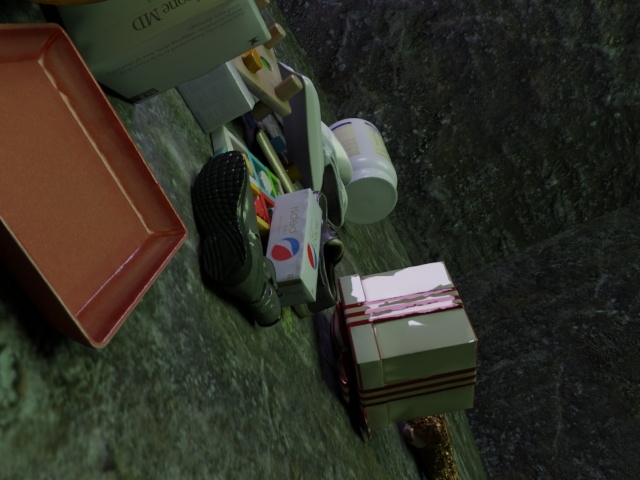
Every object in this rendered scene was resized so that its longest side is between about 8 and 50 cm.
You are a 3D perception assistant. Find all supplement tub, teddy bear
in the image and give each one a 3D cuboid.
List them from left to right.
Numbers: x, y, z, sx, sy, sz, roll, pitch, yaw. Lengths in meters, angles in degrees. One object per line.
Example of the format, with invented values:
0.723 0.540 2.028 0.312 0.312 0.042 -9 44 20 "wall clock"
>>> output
0.124 -0.234 1.926 0.235 0.235 0.325 54 16 -42 "supplement tub"
0.292 0.543 1.504 0.338 0.113 0.245 61 17 -57 "teddy bear"

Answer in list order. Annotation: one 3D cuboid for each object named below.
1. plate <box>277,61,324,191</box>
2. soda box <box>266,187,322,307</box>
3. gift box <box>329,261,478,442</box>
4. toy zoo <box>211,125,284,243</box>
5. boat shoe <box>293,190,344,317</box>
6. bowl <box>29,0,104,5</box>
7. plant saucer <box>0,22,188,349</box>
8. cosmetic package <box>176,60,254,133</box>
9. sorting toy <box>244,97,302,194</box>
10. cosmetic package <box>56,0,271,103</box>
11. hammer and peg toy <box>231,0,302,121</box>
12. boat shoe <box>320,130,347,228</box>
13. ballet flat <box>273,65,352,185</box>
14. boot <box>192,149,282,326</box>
-0.044 -0.270 1.359 0.278 0.045 0.278 -125 -154 -61 "plate"
-0.046 0.010 1.008 0.069 0.073 0.216 62 24 -43 "soda box"
0.157 0.231 1.154 0.255 0.257 0.277 -101 -179 -55 "gift box"
-0.123 -0.089 1.078 0.293 0.030 0.193 41 28 -63 "toy zoo"
0.002 0.018 1.126 0.103 0.092 0.285 62 26 -47 "boat shoe"
-0.269 -0.330 0.549 0.156 0.289 0.290 -41 -112 59 "bowl"
-0.235 -0.061 0.511 0.259 0.047 0.259 62 12 -18 "plant saucer"
-0.214 -0.312 0.970 0.239 0.098 0.060 60 11 -25 "cosmetic package"
-0.089 -0.189 1.328 0.348 0.047 0.196 62 4 -19 "sorting toy"
-0.241 -0.398 0.720 0.385 0.217 0.156 64 5 6 "cosmetic package"
-0.185 -0.443 1.201 0.266 0.127 0.362 30 35 -48 "hammer and peg toy"
-0.001 -0.179 1.588 0.103 0.118 0.321 -94 166 -52 "boat shoe"
-0.052 -0.310 1.648 0.400 0.139 0.139 59 13 -11 "ballet flat"
-0.118 -0.001 0.861 0.161 0.083 0.247 61 17 -54 "boot"
